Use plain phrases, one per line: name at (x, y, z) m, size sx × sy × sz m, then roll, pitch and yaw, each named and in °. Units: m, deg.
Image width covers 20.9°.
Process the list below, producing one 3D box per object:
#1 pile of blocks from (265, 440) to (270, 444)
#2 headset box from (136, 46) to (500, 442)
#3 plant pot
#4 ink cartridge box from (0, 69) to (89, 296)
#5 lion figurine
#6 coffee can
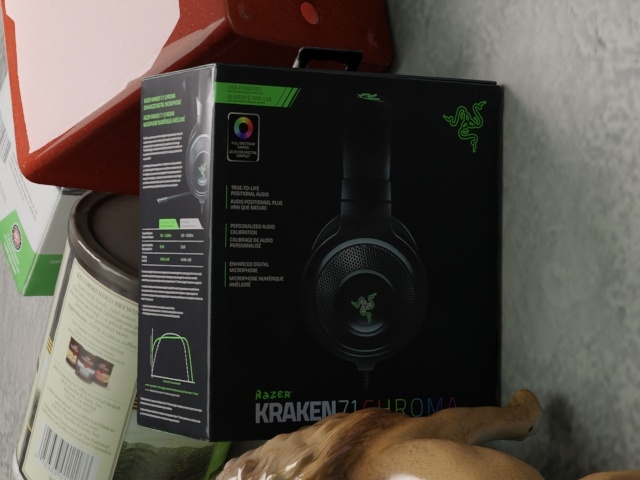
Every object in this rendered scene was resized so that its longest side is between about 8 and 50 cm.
pile of blocks at (-0.016, 0.353, 1.471) m, size 0.112 × 0.149 × 0.362 m, roll 46°, pitch -134°, yaw -71°
headset box at (0.000, 0.000, 1.287) m, size 0.131 × 0.246 × 0.283 m, roll -1°, pitch 88°, yaw 60°
plant pot at (-0.091, -0.197, 1.460) m, size 0.236 × 0.267 × 0.267 m, roll -24°, pitch 68°, yaw 42°
ink cartridge box at (-0.256, -0.113, 1.845) m, size 0.289 × 0.121 × 0.211 m, roll -62°, pitch 40°, yaw 38°
lion figurine at (0.104, 0.177, 1.084) m, size 0.392 × 0.240 × 0.142 m, roll -5°, pitch 92°, yaw 56°
coffee can at (-0.161, 0.112, 1.600) m, size 0.201 × 0.201 × 0.275 m, roll 52°, pitch 132°, yaw 47°
